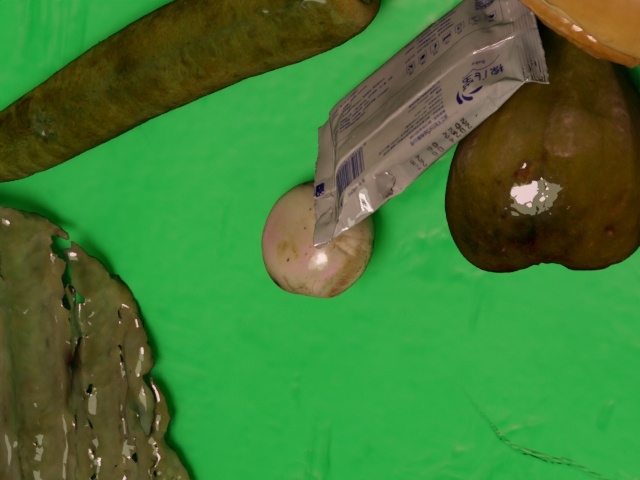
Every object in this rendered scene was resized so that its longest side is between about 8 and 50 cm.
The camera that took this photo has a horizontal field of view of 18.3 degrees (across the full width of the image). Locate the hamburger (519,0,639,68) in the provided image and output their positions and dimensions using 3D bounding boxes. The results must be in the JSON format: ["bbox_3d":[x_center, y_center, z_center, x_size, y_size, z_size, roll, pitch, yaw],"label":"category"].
[{"bbox_3d":[0.208,-0.236,1.039,0.319,0.158,0.318,-2,81,12],"label":"hamburger"}]

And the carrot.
[{"bbox_3d":[-0.115,-0.112,1.333,0.358,0.074,0.074,-22,102,31],"label":"carrot"}]

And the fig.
[{"bbox_3d":[0.136,-0.066,1.220,0.133,0.126,0.185,4,117,36],"label":"fig"}]

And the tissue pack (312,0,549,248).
[{"bbox_3d":[0.062,-0.088,1.245,0.026,0.122,0.193,35,123,-28],"label":"tissue pack"}]

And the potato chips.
[{"bbox_3d":[-0.282,0.156,1.496,0.373,0.097,0.389,-18,103,28],"label":"potato chips"}]

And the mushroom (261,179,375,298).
[{"bbox_3d":[0.000,0.000,1.334,0.083,0.067,0.083,-10,73,34],"label":"mushroom"}]
